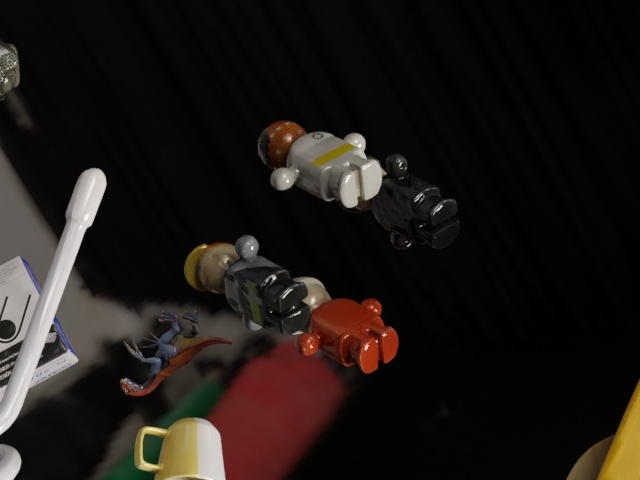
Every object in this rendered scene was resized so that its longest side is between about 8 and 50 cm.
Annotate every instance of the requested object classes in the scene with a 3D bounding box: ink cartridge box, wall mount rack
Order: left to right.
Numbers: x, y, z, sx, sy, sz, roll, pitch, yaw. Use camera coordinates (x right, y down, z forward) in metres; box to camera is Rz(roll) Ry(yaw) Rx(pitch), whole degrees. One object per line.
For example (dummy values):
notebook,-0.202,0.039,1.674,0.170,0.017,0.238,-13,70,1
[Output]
wall mount rack,-0.279,0.084,1.193,0.304,0.130,0.350,-33,-164,-36
ink cartridge box,-0.318,0.106,1.620,0.207,0.097,0.046,-28,165,-4

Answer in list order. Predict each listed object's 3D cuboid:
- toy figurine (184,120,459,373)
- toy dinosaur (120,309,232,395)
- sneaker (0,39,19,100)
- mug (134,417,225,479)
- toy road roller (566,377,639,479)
toy figurine,0.000,0.000,1.817,0.148,0.209,0.213,29,-86,43
toy dinosaur,-0.122,0.093,1.491,0.090,0.082,0.047,33,-153,35
sneaker,-0.371,-0.145,1.986,0.087,0.130,0.227,119,-29,-52
mug,-0.113,0.182,1.629,0.062,0.078,0.064,-13,-126,21
toy road roller,0.318,0.138,1.297,0.329,0.240,0.202,-59,166,-19
